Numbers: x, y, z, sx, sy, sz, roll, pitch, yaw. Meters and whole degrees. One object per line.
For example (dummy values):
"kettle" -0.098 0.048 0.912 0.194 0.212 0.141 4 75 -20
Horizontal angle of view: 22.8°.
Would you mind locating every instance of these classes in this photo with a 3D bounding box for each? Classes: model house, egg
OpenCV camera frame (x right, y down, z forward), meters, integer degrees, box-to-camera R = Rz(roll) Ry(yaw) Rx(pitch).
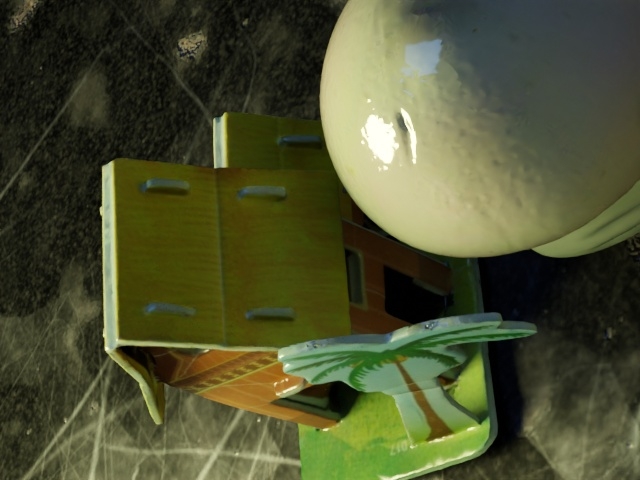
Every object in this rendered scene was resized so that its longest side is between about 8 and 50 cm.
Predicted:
"model house" 0.000 0.000 1.199 0.340 0.323 0.300 -25 58 36
"egg" 0.110 -0.116 1.052 0.271 0.162 0.206 -24 48 11

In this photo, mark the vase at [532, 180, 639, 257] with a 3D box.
"vase" 0.244 -0.084 1.144 0.248 0.128 0.128 -29 55 23
